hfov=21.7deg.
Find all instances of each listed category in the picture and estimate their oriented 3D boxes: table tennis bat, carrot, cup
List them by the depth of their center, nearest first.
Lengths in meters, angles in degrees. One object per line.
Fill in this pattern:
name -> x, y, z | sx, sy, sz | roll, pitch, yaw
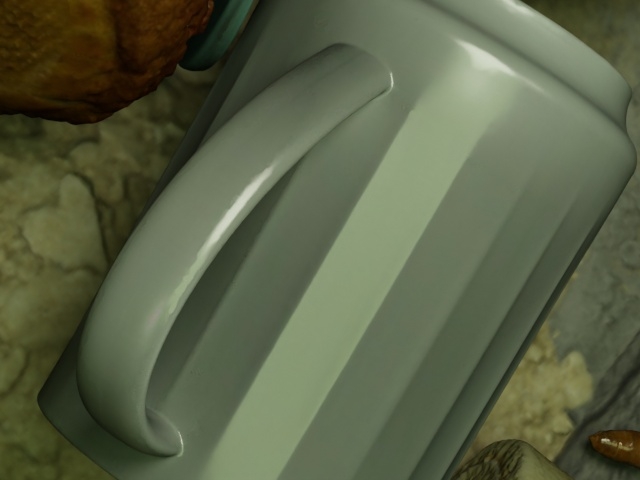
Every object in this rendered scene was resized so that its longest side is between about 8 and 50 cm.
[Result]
cup -> 0.000, 0.000, 0.932 | 0.236, 0.323, 0.327 | 31, 92, 24
table tennis bat -> -0.043, -0.213, 0.986 | 0.040, 0.153, 0.244 | 19, 67, -18
carrot -> 0.256, 0.156, 1.133 | 0.165, 0.035, 0.036 | 14, 93, -9

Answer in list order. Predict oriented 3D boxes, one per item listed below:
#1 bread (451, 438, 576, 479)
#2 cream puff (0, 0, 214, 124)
bread -> 0.133, 0.222, 1.067 | 0.141, 0.134, 0.148 | 37, 102, -12
cream puff -> -0.179, -0.218, 0.898 | 0.303, 0.303, 0.212 | 32, 56, -12
